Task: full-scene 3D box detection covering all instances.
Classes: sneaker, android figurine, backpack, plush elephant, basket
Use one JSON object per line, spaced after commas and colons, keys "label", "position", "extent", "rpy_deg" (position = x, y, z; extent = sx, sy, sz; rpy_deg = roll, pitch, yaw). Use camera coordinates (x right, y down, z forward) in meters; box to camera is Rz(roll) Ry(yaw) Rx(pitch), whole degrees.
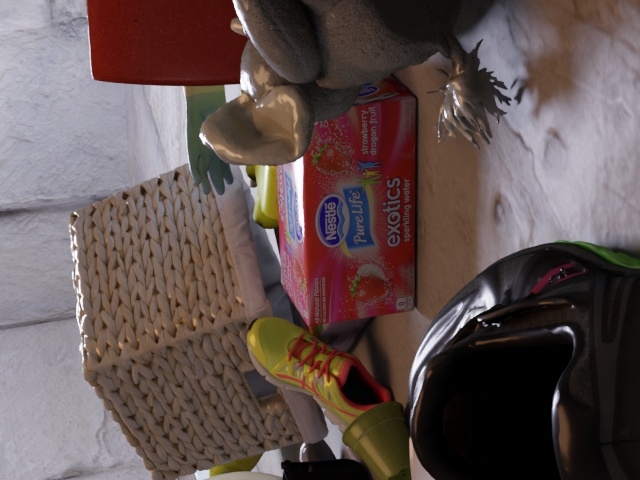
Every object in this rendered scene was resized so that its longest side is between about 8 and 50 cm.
{"label": "sneaker", "position": [0.142, 0.094, 0.924], "extent": [0.483, 0.202, 0.185], "rpy_deg": [156, 106, -75]}
{"label": "android figurine", "position": [-0.054, -0.149, 1.612], "extent": [0.273, 0.056, 0.248], "rpy_deg": [102, 163, -48]}
{"label": "backpack", "position": [0.011, 0.345, 1.776], "extent": [0.105, 0.114, 0.084], "rpy_deg": [-110, 17, -48]}
{"label": "sneaker", "position": [0.005, 0.155, 1.630], "extent": [0.081, 0.208, 0.094], "rpy_deg": [-58, 6, -31]}
{"label": "sneaker", "position": [0.021, 0.352, 1.888], "extent": [0.065, 0.061, 0.158], "rpy_deg": [-35, 72, 59]}
{"label": "plush elephant", "position": [0.000, -0.208, 1.176], "extent": [0.255, 0.272, 0.330], "rpy_deg": [-16, 108, 51]}
{"label": "basket", "position": [-0.176, 0.109, 1.885], "extent": [0.328, 0.266, 0.331], "rpy_deg": [69, -176, -48]}

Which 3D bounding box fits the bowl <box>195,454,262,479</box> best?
{"label": "bowl", "position": [-0.148, 0.278, 2.278], "extent": [0.289, 0.156, 0.290], "rpy_deg": [172, 90, -75]}

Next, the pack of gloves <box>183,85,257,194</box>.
{"label": "pack of gloves", "position": [-0.098, -0.178, 1.757], "extent": [0.046, 0.195, 0.232], "rpy_deg": [8, 107, 40]}

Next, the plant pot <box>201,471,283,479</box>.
{"label": "plant pot", "position": [-0.094, 0.471, 2.050], "extent": [0.191, 0.284, 0.284], "rpy_deg": [-39, 53, 34]}

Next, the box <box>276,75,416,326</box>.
{"label": "box", "position": [0.026, -0.049, 1.452], "extent": [0.123, 0.128, 0.257], "rpy_deg": [-124, 29, -60]}

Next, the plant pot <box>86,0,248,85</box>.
{"label": "plant pot", "position": [-0.081, -0.314, 1.390], "extent": [0.267, 0.235, 0.267], "rpy_deg": [-63, -16, -46]}

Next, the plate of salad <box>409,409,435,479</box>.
{"label": "plate of salad", "position": [0.130, 0.216, 1.370], "extent": [0.200, 0.048, 0.200], "rpy_deg": [-179, 90, -81]}

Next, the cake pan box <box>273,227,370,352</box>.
{"label": "cake pan box", "position": [0.000, 0.000, 1.714], "extent": [0.246, 0.070, 0.267], "rpy_deg": [122, 139, -66]}

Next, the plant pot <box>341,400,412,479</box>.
{"label": "plant pot", "position": [0.079, 0.244, 1.543], "extent": [0.079, 0.083, 0.083], "rpy_deg": [58, 155, 31]}
